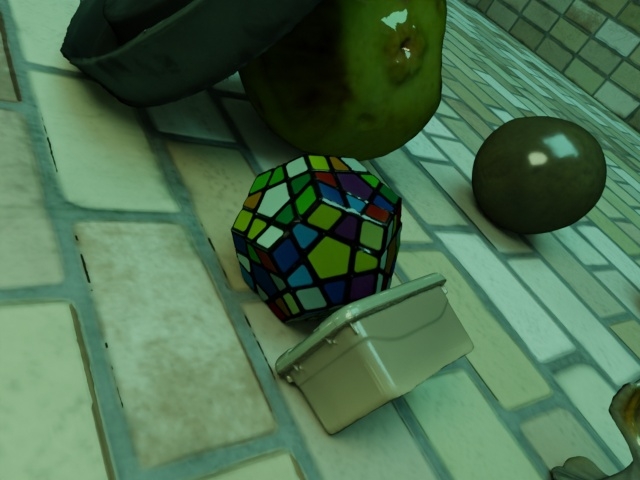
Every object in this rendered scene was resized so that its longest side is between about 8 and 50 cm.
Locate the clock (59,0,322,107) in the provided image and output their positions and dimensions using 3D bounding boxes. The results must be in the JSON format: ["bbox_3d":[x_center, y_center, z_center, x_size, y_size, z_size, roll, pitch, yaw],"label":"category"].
[{"bbox_3d":[-0.096,-0.258,0.474,0.067,0.325,0.325,47,18,-43],"label":"clock"}]

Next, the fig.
[{"bbox_3d":[0.012,-0.212,0.590,0.240,0.239,0.271,12,8,-29],"label":"fig"}]

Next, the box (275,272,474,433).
[{"bbox_3d":[0.042,0.076,0.353,0.122,0.089,0.062,-13,65,-47],"label":"box"}]

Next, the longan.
[{"bbox_3d":[0.291,-0.089,0.699,0.167,0.167,0.187,38,35,8],"label":"longan"}]

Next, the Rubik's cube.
[{"bbox_3d":[0.000,0.000,0.388,0.112,0.133,0.133,-36,70,-28],"label":"Rubik's cube"}]

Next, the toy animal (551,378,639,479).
[{"bbox_3d":[0.246,0.158,0.318,0.273,0.197,0.160,14,27,-34],"label":"toy animal"}]
